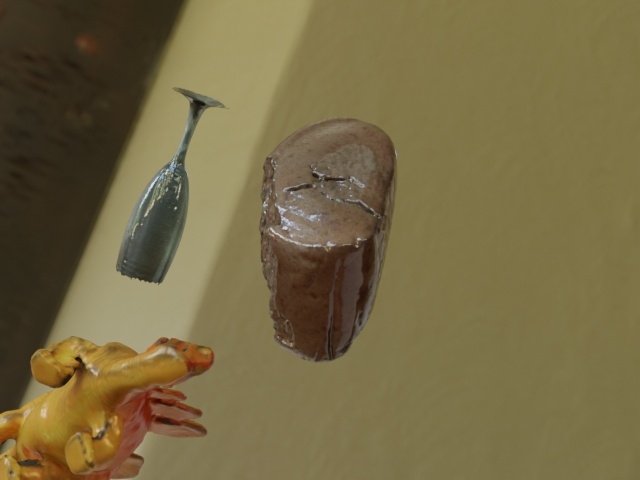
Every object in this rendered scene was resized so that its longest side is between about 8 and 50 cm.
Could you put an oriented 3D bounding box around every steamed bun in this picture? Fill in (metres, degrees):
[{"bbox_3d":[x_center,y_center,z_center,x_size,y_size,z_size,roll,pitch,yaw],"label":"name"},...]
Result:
[{"bbox_3d":[0.000,0.000,1.476,0.106,0.175,0.145,9,-51,2],"label":"steamed bun"}]

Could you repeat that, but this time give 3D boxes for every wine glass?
[{"bbox_3d":[-0.153,-0.053,1.911,0.066,0.198,0.066,20,9,-3],"label":"wine glass"}]

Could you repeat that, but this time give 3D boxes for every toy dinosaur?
[{"bbox_3d":[-0.124,0.098,0.968,0.117,0.070,0.288,-6,-17,-39],"label":"toy dinosaur"}]
